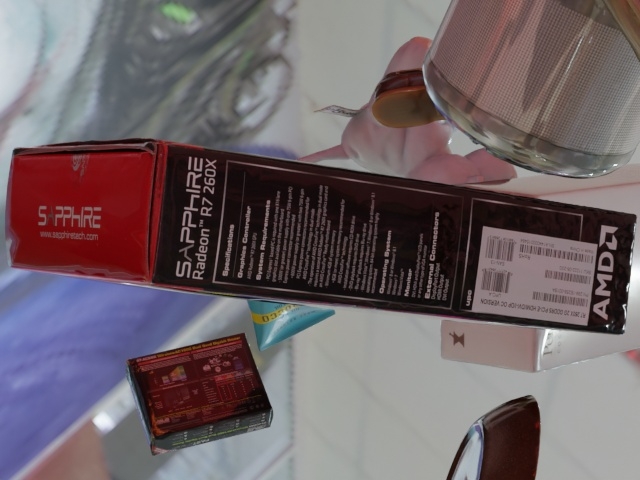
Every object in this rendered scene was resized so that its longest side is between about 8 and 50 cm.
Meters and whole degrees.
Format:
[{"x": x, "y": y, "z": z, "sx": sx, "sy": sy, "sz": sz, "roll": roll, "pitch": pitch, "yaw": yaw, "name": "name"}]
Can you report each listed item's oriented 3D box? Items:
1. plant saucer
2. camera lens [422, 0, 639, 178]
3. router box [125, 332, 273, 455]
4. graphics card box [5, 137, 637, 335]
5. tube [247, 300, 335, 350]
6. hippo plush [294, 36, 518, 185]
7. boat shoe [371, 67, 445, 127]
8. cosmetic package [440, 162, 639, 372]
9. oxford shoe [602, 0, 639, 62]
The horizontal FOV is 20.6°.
[{"x": 0.117, "y": 0.208, "z": 1.328, "sx": 0.036, "sy": 0.198, "sz": 0.198, "roll": 17, "pitch": -22, "yaw": -5, "name": "plant saucer"}, {"x": 0.236, "y": -0.212, "z": 1.640, "sx": 0.219, "sy": 0.219, "sz": 0.274, "roll": 37, "pitch": -61, "yaw": 26, "name": "camera lens"}, {"x": -0.117, "y": 0.146, "z": 1.685, "sx": 0.038, "sy": 0.123, "sz": 0.092, "roll": 99, "pitch": -25, "yaw": -53, "name": "router box"}, {"x": 0.000, "y": 0.000, "z": 1.197, "sx": 0.233, "sy": 0.371, "sz": 0.094, "roll": 2, "pitch": -93, "yaw": 58, "name": "graphics card box"}, {"x": -0.043, "y": 0.025, "z": 1.583, "sx": 0.207, "sy": 0.080, "sz": 0.052, "roll": 70, "pitch": -4, "yaw": -52, "name": "tube"}, {"x": 0.168, "y": -0.135, "z": 2.493, "sx": 0.236, "sy": 0.294, "sz": 0.234, "roll": 49, "pitch": -48, "yaw": 26, "name": "hippo plush"}, {"x": 0.165, "y": -0.178, "z": 2.089, "sx": 0.207, "sy": 0.073, "sz": 0.073, "roll": 2, "pitch": -51, "yaw": 17, "name": "boat shoe"}, {"x": 0.362, "y": 0.026, "z": 2.353, "sx": 0.162, "sy": 0.453, "sz": 0.230, "roll": 8, "pitch": -78, "yaw": 44, "name": "cosmetic package"}, {"x": 0.321, "y": -0.091, "z": 1.476, "sx": 0.146, "sy": 0.140, "sz": 0.397, "roll": -30, "pitch": -88, "yaw": 46, "name": "oxford shoe"}]
